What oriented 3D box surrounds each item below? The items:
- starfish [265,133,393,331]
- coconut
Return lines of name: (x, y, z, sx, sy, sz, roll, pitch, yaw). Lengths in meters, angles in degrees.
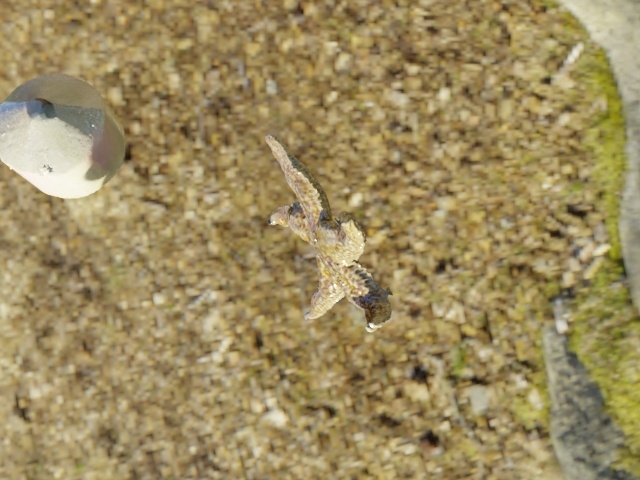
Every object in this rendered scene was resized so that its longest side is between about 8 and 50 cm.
starfish: (0.000, 0.000, 1.348, 0.236, 0.062, 0.277, 57, 167, 16)
coconut: (-0.328, -0.135, 1.643, 0.147, 0.153, 0.147, -3, 74, 11)
